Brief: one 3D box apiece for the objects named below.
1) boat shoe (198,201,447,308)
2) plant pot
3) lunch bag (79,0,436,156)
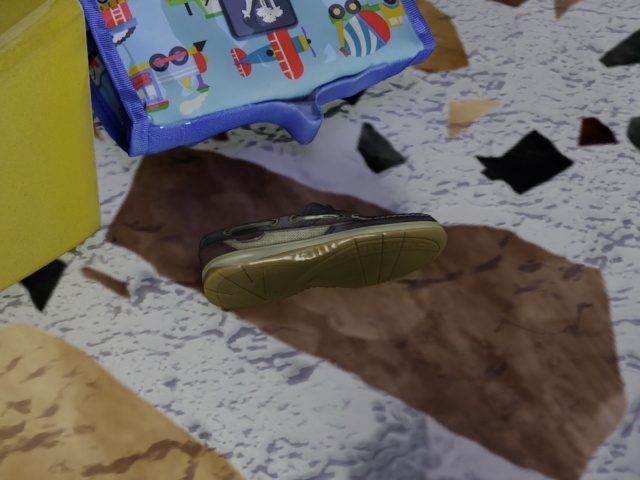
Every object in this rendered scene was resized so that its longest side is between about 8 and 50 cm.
[{"bbox_3d":[0.000,0.000,1.034,0.152,0.056,0.049,-9,53,-13],"label":"boat shoe"},{"bbox_3d":[-0.269,-0.061,0.965,0.212,0.212,0.187,33,59,19],"label":"plant pot"},{"bbox_3d":[-0.076,-0.180,1.171,0.221,0.138,0.293,-19,63,-23],"label":"lunch bag"}]
